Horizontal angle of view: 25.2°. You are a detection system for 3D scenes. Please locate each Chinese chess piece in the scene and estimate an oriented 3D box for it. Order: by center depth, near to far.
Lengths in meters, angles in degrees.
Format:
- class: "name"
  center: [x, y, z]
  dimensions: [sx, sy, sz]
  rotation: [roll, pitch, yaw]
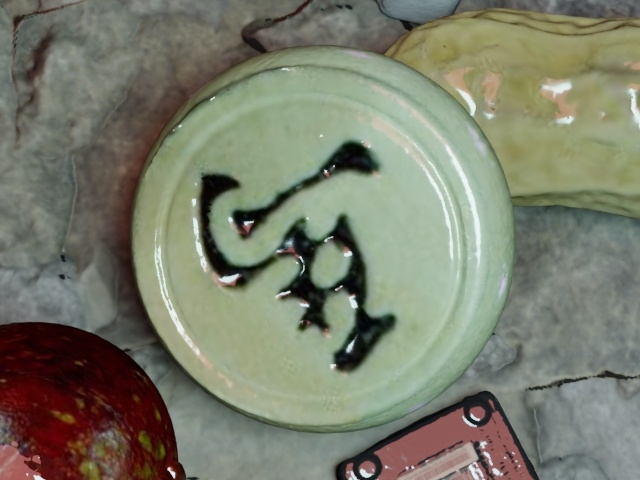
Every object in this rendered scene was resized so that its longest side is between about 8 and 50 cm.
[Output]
- class: "Chinese chess piece"
  center: [0.000, 0.000, 0.922]
  dimensions: [0.250, 0.101, 0.250]
  rotation: [1, 97, 11]

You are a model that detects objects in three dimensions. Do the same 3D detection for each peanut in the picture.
- class: "peanut"
  center: [0.181, -0.091, 1.013]
  dimensions: [0.313, 0.152, 0.152]
  rotation: [7, 71, -5]

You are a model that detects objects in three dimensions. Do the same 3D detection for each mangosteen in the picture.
- class: "mangosteen"
  center: [-0.209, 0.152, 0.842]
  dimensions: [0.257, 0.215, 0.215]
  rotation: [2, 71, 10]

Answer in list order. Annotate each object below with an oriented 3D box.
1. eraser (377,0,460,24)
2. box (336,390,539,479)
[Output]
- class: "eraser"
  center: [0.103, -0.287, 0.994]
  dimensions: [0.095, 0.270, 0.174]
  rotation: [11, 70, -4]
- class: "box"
  center: [0.090, 0.179, 0.970]
  dimensions: [0.126, 0.027, 0.125]
  rotation: [-25, 78, -16]
